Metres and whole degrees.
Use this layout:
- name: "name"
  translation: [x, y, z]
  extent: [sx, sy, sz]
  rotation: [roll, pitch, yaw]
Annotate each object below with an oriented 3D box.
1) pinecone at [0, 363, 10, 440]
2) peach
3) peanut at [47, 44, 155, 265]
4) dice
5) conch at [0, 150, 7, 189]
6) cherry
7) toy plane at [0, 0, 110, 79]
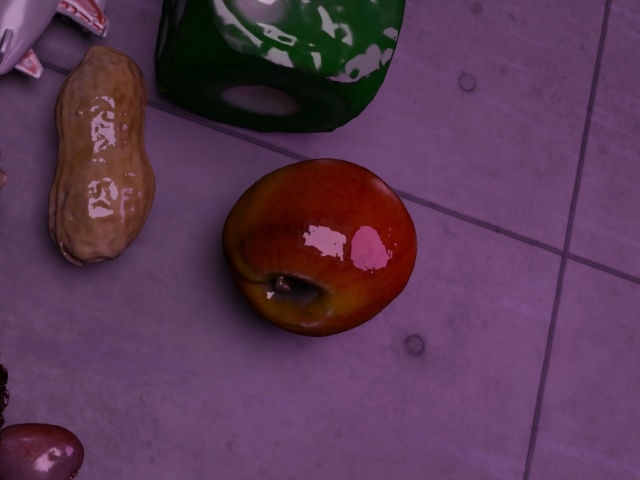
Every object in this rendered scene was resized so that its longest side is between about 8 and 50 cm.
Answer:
- name: "pinecone"
  translation: [-0.484, 0.200, 1.636]
  extent: [0.165, 0.163, 0.163]
  rotation: [-1, 75, 12]
- name: "peach"
  translation: [0.000, 0.000, 1.837]
  extent: [0.281, 0.238, 0.281]
  rotation: [3, 38, -2]
- name: "peanut"
  translation: [-0.298, -0.119, 1.798]
  extent: [0.149, 0.149, 0.313]
  rotation: [2, 74, -21]
- name: "dice"
  translation: [-0.063, -0.330, 1.861]
  extent: [0.297, 0.287, 0.300]
  rotation: [12, 73, -18]
- name: "conch"
  translation: [-0.558, -0.065, 1.654]
  extent: [0.324, 0.186, 0.263]
  rotation: [31, 78, -40]
- name: "cherry"
  translation: [-0.365, 0.288, 1.694]
  extent: [0.126, 0.087, 0.106]
  rotation: [12, 66, -21]
- name: "toy plane"
  translation: [-0.411, -0.339, 1.820]
  extent: [0.252, 0.118, 0.252]
  rotation: [7, 72, -22]
